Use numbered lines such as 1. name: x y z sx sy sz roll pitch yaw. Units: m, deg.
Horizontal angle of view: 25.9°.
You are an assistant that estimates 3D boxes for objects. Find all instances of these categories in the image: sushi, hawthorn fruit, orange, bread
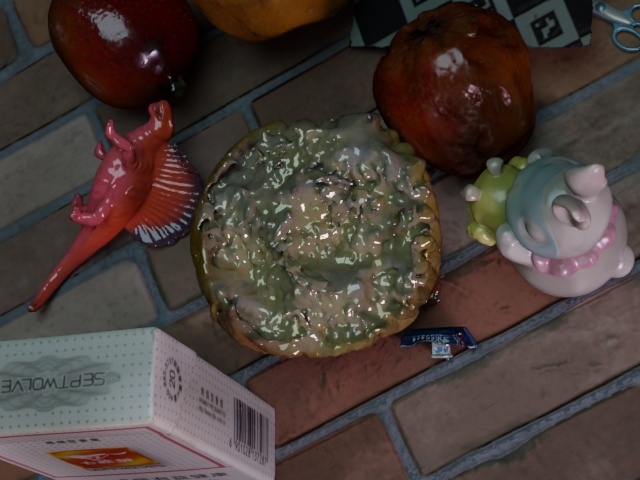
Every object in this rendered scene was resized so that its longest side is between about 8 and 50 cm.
1. sushi: 0.186 -0.346 1.561 0.292 0.059 0.294 2 81 31
2. hawthorn fruit: -0.221 -0.226 1.604 0.169 0.169 0.188 -35 70 4
3. hawthorn fruit: 0.148 -0.160 1.460 0.179 0.173 0.173 28 81 -12
4. orange: -0.057 -0.343 1.578 0.249 0.183 0.249 -3 80 15
5. bread: 0.000 0.000 1.459 0.274 0.149 0.274 -4 74 16

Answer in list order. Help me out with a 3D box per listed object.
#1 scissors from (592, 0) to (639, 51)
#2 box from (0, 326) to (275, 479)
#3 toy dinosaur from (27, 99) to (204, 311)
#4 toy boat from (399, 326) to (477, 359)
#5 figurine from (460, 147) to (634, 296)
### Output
1. scissors: 0.309 -0.250 1.522 0.119 0.014 0.058 31 83 20
2. box: -0.192 0.177 1.364 0.210 0.330 0.095 -6 70 16
3. toy dinosaur: -0.217 -0.022 1.592 0.139 0.070 0.286 23 99 -11
4. toy boat: 0.122 0.108 1.453 0.083 0.038 0.038 -3 71 17
5. figurine: 0.221 -0.032 1.355 0.155 0.235 0.127 35 85 24
